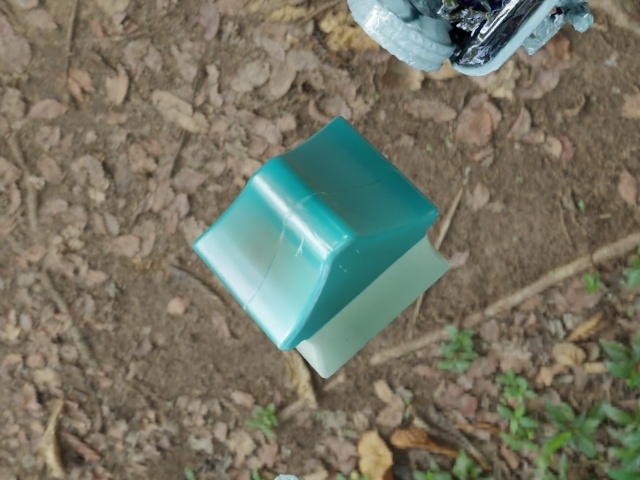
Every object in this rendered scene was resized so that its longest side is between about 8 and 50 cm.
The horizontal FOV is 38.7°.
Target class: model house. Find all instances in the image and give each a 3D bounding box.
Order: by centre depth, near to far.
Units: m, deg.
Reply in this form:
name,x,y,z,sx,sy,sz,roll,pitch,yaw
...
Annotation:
name,x,y,z,sx,sy,sz,roll,pitch,yaw
model house,0.000,0.000,0.572,0.127,0.100,0.149,-42,156,-4

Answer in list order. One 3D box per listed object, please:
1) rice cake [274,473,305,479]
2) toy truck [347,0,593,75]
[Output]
name,x,y,z,sx,sy,sz,roll,pitch,yaw
rice cake,-0.020,0.325,0.793,0.042,0.245,0.045,-3,146,-3
toy truck,0.006,-0.210,0.426,0.338,0.184,0.133,33,117,-9
